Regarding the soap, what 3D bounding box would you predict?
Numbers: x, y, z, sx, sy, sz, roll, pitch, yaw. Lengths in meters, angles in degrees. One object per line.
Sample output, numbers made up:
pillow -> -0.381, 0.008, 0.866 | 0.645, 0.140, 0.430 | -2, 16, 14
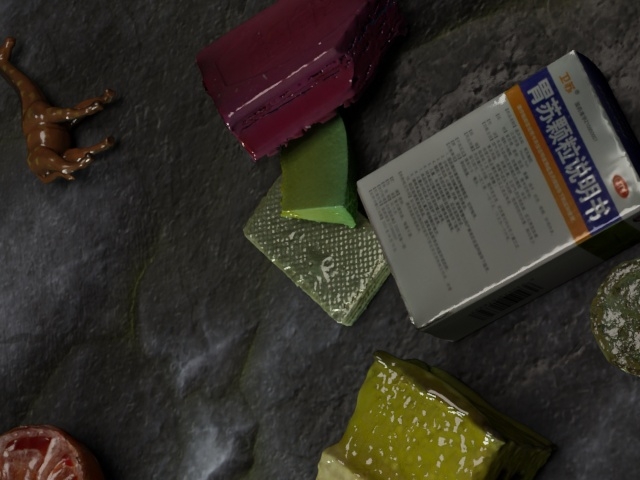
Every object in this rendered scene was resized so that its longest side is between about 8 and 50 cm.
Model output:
soap -> -0.016, -0.224, 1.829 | 0.250, 0.099, 0.162 | -33, 41, 4

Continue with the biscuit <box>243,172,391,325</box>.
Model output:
biscuit -> 0.000, 0.000, 1.833 | 0.199, 0.040, 0.121 | 41, 101, 31

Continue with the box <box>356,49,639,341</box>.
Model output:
box -> 0.213, -0.044, 1.683 | 0.299, 0.106, 0.200 | -30, 66, 19

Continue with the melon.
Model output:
melon -> -0.012, -0.112, 1.846 | 0.114, 0.053, 0.262 | -28, 50, 19

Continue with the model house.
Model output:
model house -> 0.104, 0.264, 1.632 | 0.193, 0.175, 0.234 | 31, 91, 31

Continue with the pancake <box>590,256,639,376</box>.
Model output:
pancake -> 0.348, 0.076, 1.625 | 0.129, 0.022, 0.116 | -44, 59, 15

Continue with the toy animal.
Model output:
toy animal -> -0.381, -0.185, 2.081 | 0.229, 0.066, 0.224 | -4, 76, 34

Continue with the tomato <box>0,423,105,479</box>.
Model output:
tomato -> -0.354, 0.355, 1.923 | 0.236, 0.095, 0.237 | -10, 70, 28
